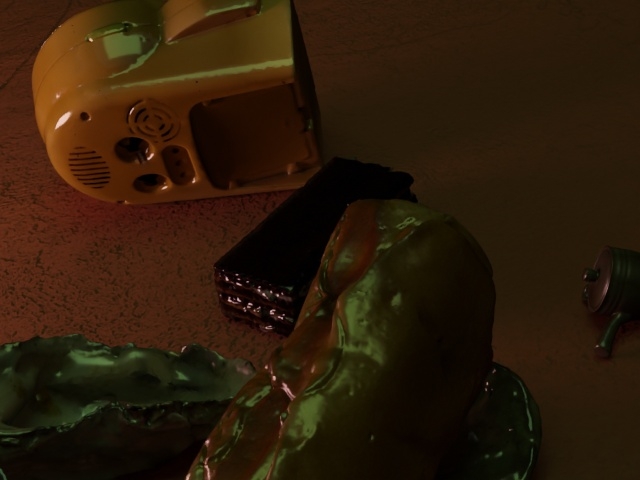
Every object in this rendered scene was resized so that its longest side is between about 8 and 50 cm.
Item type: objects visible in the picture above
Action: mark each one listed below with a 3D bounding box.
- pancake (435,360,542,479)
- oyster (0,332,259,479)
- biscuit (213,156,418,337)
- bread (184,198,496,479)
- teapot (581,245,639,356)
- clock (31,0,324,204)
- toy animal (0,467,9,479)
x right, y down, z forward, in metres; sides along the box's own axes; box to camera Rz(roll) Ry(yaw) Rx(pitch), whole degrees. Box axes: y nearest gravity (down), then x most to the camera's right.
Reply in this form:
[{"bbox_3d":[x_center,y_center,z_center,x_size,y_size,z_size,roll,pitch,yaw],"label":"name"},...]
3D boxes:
[{"bbox_3d":[0.074,0.189,1.337,0.241,0.050,0.242,-11,42,11],"label":"pancake"},{"bbox_3d":[-0.224,0.164,1.392,0.341,0.110,0.166,-19,39,-19],"label":"oyster"},{"bbox_3d":[0.000,0.000,1.612,0.106,0.070,0.252,15,41,31],"label":"biscuit"},{"bbox_3d":[0.034,0.131,1.237,0.148,0.195,0.344,9,53,32],"label":"bread"},{"bbox_3d":[0.282,0.064,1.476,0.080,0.085,0.110,13,64,-6],"label":"teapot"},{"bbox_3d":[-0.165,-0.158,1.745,0.317,0.244,0.200,-12,49,1],"label":"clock"},{"bbox_3d":[-0.193,0.266,1.219,0.205,0.081,0.367,-4,52,-18],"label":"toy animal"}]
